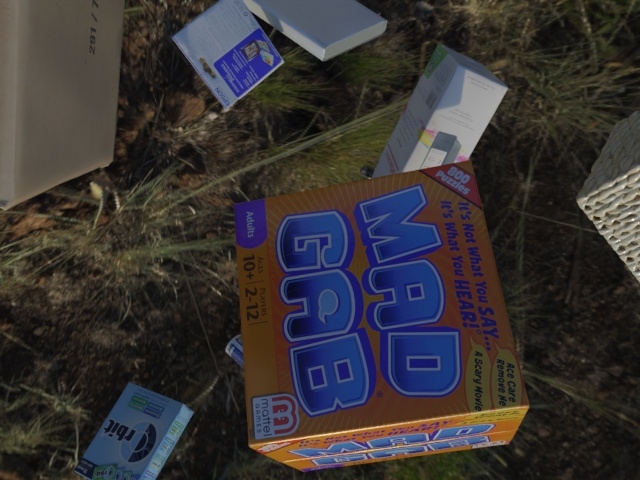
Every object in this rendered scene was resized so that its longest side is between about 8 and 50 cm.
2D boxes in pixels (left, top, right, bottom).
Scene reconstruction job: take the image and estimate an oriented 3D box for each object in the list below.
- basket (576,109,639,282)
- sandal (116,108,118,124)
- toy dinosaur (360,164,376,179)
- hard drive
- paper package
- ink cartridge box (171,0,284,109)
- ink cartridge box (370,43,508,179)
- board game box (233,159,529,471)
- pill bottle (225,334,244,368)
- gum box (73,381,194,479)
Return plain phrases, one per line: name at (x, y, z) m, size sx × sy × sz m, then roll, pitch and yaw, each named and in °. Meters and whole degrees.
basket at (0.707, -0.121, 1.271) m, size 0.266 × 0.328 × 0.331 m, roll 45°, pitch 53°, yaw -5°
sandal at (-0.497, -0.259, 1.454) m, size 0.086 × 0.303 × 0.120 m, roll 5°, pitch 78°, yaw 1°
toy dinosaur at (0.229, -0.198, 1.712) m, size 0.064 × 0.268 × 0.118 m, roll 46°, pitch 55°, yaw -36°
hard drive at (-0.036, -0.597, 1.748) m, size 0.353 × 0.047 × 0.233 m, roll 40°, pitch 54°, yaw 23°
paper package at (-0.290, -0.214, 0.611) m, size 0.168 × 0.309 × 0.324 m, roll 8°, pitch 103°, yaw -4°
ink cartridge box at (-0.220, -0.447, 1.609) m, size 0.208 × 0.045 × 0.206 m, roll -46°, pitch 113°, yaw -23°
ink cartridge box at (0.232, -0.210, 1.441) m, size 0.119 × 0.207 × 0.353 m, roll 21°, pitch 115°, yaw -13°
board game box at (0.092, 0.141, 1.071) m, size 0.357 × 0.356 × 0.356 m, roll -10°, pitch 65°, yaw 7°
pill bottle at (-0.203, 0.324, 1.909) m, size 0.120 × 0.067 × 0.067 m, roll 39°, pitch 88°, yaw 21°
gum box at (-0.340, 0.365, 1.245) m, size 0.184 × 0.157 × 0.041 m, roll -61°, pitch 140°, yaw -24°
